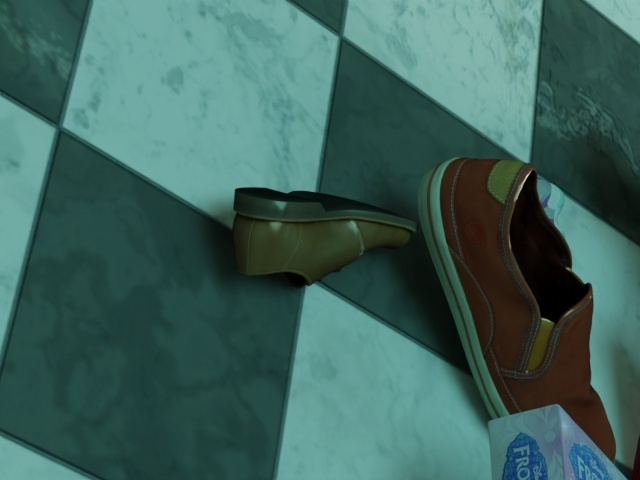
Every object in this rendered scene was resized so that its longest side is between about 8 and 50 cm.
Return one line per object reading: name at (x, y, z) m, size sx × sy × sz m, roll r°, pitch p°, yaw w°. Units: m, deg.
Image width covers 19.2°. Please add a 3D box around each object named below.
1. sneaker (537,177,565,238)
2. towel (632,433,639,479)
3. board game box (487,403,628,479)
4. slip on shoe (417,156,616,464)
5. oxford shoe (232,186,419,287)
sneaker at (0.191, -0.023, 1.744) m, size 0.069 × 0.038 × 0.098 m, roll 33°, pitch 40°, yaw -28°
towel at (0.432, 0.167, 1.721) m, size 0.031 × 0.274 × 0.199 m, roll 54°, pitch 45°, yaw -82°
board game box at (0.233, 0.338, 1.489) m, size 0.318 × 0.065 × 0.318 m, roll 45°, pitch 36°, yaw -48°
slip on shoe at (0.188, 0.075, 1.617) m, size 0.123 × 0.101 × 0.331 m, roll -48°, pitch 121°, yaw -50°
oxford shoe at (0.000, 0.000, 1.525) m, size 0.212 × 0.076 × 0.076 m, roll 1°, pitch 101°, yaw -49°
